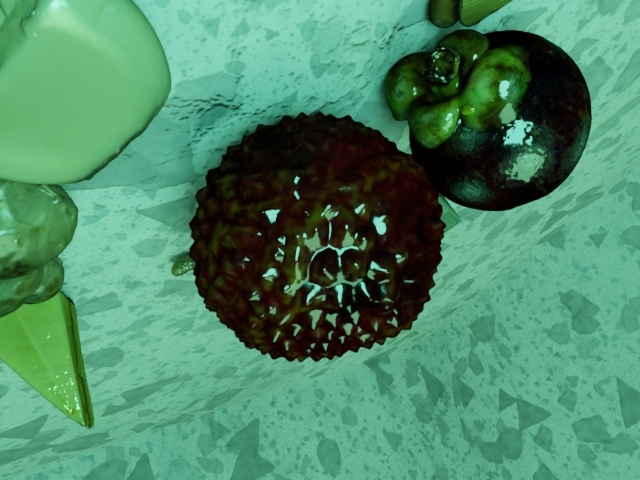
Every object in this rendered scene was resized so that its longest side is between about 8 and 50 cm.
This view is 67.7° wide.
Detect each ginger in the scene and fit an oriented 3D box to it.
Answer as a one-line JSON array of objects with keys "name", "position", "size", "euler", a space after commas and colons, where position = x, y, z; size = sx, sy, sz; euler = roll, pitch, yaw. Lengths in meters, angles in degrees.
[{"name": "ginger", "position": [-0.488, 0.021, 0.697], "size": [0.244, 0.155, 0.304], "euler": [-17, 161, -35]}, {"name": "ginger", "position": [-0.252, 0.055, 1.076], "size": [0.173, 0.051, 0.069], "euler": [16, 125, -48]}]

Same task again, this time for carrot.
[{"name": "carrot", "position": [0.207, -0.395, 0.686], "size": [0.060, 0.060, 0.186], "euler": [-17, 152, -21]}]

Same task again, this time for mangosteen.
[{"name": "mangosteen", "position": [0.283, -0.206, 0.822], "size": [0.329, 0.330, 0.330], "euler": [-22, 153, -12]}]

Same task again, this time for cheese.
[{"name": "cheese", "position": [-0.305, -0.179, 0.518], "size": [0.266, 0.127, 0.233], "euler": [-37, 149, 14]}]

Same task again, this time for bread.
[{"name": "bread", "position": [-0.526, 0.233, 0.868], "size": [0.163, 0.264, 0.168], "euler": [-13, 162, -22]}]

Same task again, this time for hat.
[{"name": "hat", "position": [0.280, -0.384, 0.670], "size": [0.193, 0.082, 0.193], "euler": [-43, 157, -24]}]

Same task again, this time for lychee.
[{"name": "lychee", "position": [0.000, 0.000, 0.815], "size": [0.424, 0.425, 0.500], "euler": [-32, 172, 9]}]

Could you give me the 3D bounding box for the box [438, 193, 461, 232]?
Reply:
[{"name": "box", "position": [0.217, -0.057, 1.235], "size": [0.225, 0.118, 0.225], "euler": [-37, 153, 16]}]
